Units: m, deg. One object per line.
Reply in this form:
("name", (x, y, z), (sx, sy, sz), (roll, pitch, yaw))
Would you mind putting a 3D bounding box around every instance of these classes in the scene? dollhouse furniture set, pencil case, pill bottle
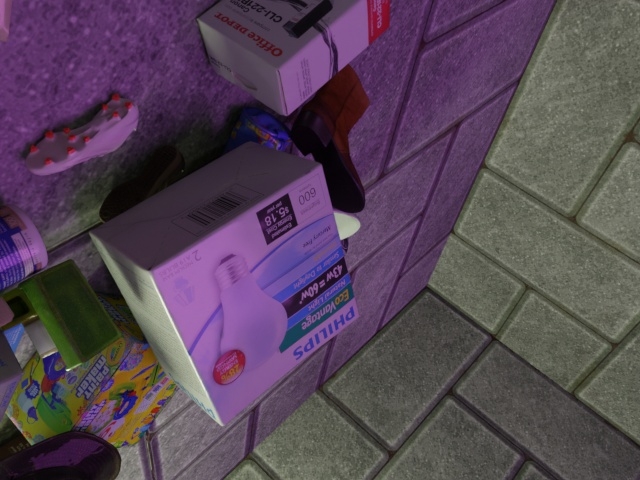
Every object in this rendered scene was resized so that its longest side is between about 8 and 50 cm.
("dollhouse furniture set", (-0.482, 0.170, 0.882), (0.198, 0.151, 0.301), (-24, -172, 24))
("pencil case", (-0.164, -0.123, 1.278), (0.119, 0.133, 0.306), (-5, 129, -55))
("pill bottle", (-0.503, 0.032, 0.864), (0.187, 0.112, 0.112), (-34, 152, -39))

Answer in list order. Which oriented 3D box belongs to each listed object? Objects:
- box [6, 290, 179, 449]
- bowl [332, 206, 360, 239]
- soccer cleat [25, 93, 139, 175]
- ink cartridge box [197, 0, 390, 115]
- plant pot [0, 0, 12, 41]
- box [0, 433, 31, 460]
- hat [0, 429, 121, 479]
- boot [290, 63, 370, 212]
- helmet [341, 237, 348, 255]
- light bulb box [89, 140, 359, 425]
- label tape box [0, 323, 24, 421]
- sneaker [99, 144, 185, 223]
("box", (-0.444, 0.283, 1.288), (0.290, 0.177, 0.279), (-53, 158, 2))
("bowl", (-0.057, -0.084, 1.469), (0.298, 0.134, 0.298), (-4, 164, -1))
("soccer cleat", (-0.358, -0.150, 0.939), (0.196, 0.068, 0.076), (-43, 160, -29))
("ink cartridge box", (-0.041, -0.371, 1.043), (0.273, 0.197, 0.114), (-46, 156, -17))
("plant pot", (-0.386, -0.283, 0.627), (0.096, 0.109, 0.109), (-9, 134, -44))
("box", (-0.620, 0.529, 1.330), (0.203, 0.168, 0.167), (-30, 149, -43))
("hat", (-0.514, 0.510, 1.114), (0.331, 0.134, 0.331), (-22, 136, -24))
("boot", (0.051, -0.233, 1.356), (0.096, 0.264, 0.280), (-19, -148, 37))
("helmet", (0.000, 0.000, 1.758), (0.169, 0.162, 0.169), (-42, 157, -23))
("light bulb box", (-0.154, 0.068, 1.118), (0.358, 0.225, 0.361), (-36, 129, -27))
("label tape box", (-0.601, 0.293, 0.991), (0.240, 0.106, 0.334), (-59, 170, 18))
("sneaker", (-0.316, -0.088, 1.114), (0.188, 0.066, 0.071), (-47, 159, -12))
